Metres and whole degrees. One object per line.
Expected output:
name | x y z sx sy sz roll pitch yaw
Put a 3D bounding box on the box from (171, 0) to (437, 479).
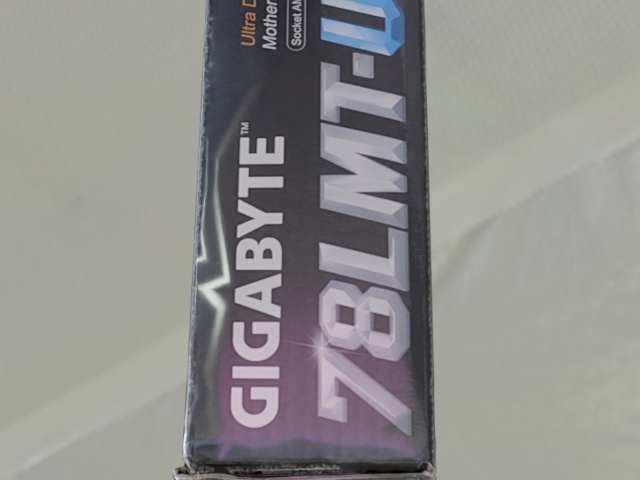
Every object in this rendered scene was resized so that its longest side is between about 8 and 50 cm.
box | 0.000 0.000 0.599 0.073 0.295 0.293 -2 -28 2
